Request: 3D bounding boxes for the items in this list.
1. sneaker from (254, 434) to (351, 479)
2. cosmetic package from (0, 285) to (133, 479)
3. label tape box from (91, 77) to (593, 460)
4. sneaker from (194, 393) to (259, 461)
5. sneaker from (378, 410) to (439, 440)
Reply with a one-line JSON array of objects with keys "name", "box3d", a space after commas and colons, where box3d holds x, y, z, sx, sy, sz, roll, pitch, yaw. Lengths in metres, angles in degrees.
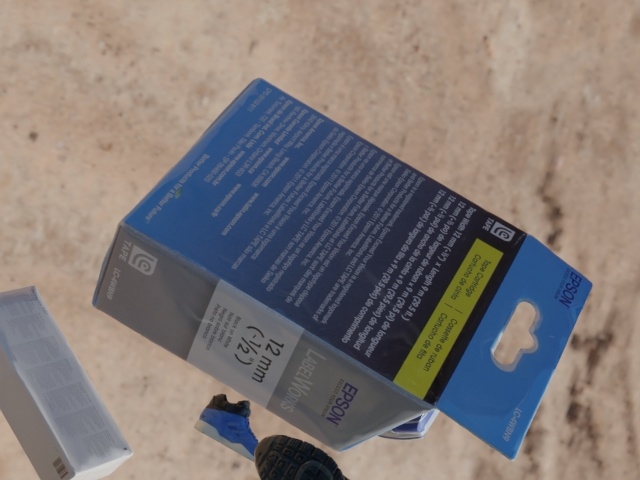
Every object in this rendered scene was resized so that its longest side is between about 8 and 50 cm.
[{"name": "sneaker", "box3d": [0.012, 0.379, 1.961, 0.286, 0.130, 0.109, 42, 81, -13]}, {"name": "cosmetic package", "box3d": [-0.321, 0.170, 1.563, 0.060, 0.239, 0.099, -43, 162, 33]}, {"name": "label tape box", "box3d": [0.026, 0.040, 1.127, 0.249, 0.347, 0.115, -54, 174, -48]}, {"name": "sneaker", "box3d": [-0.123, 0.309, 2.231, 0.084, 0.152, 0.058, -60, -178, -10]}, {"name": "sneaker", "box3d": [0.028, 0.184, 2.043, 0.127, 0.315, 0.182, -59, 143, -12]}]
